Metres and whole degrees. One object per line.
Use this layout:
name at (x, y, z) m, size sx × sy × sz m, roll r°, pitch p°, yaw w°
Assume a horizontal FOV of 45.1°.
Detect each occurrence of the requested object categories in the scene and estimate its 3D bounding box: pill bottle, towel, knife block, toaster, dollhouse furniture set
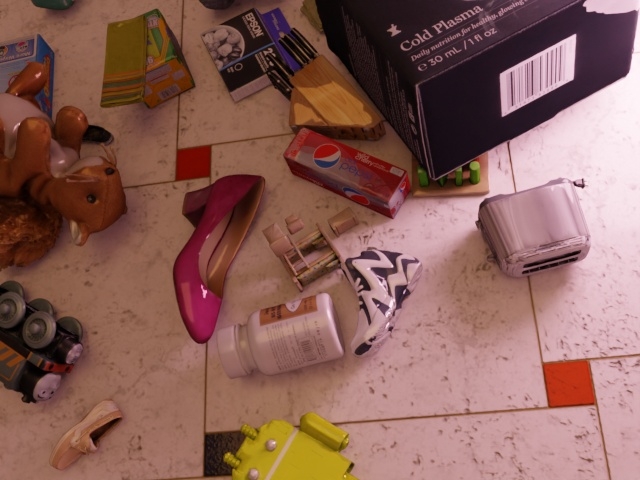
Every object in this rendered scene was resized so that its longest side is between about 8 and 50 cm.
pill bottle at (-0.078, 0.192, 1.502) m, size 0.229 × 0.131 × 0.131 m, roll -16°, pitch 65°, yaw 5°
towel at (-0.447, -0.409, 1.756) m, size 0.102 × 0.021 × 0.237 m, roll -7°, pitch 65°, yaw 8°
towel at (0.034, -0.571, 1.864) m, size 0.148 × 0.027 × 0.110 m, roll -33°, pitch 63°, yaw -2°
knife block at (0.013, -0.351, 1.713) m, size 0.276 × 0.088 × 0.242 m, roll 4°, pitch 79°, yaw 12°
toaster at (0.423, -0.023, 1.490) m, size 0.227 × 0.129 × 0.146 m, roll -15°, pitch 69°, yaw 3°
dollhouse furniture set at (0.000, 0.000, 1.550) m, size 0.182 × 0.161 × 0.101 m, roll -32°, pitch 64°, yaw -2°

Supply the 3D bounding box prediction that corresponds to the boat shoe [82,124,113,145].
boat shoe at (-0.566, -0.261, 1.853) m, size 0.142 × 0.040 × 0.049 m, roll 9°, pitch 70°, yaw 16°

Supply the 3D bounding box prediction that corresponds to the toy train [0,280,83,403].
toy train at (-0.655, 0.202, 1.629) m, size 0.334 × 0.142 × 0.190 m, roll 27°, pitch 87°, yaw 19°

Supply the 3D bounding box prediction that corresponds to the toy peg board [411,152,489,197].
toy peg board at (0.270, -0.181, 1.616) m, size 0.161 × 0.079 × 0.160 m, roll -2°, pitch 67°, yaw 11°

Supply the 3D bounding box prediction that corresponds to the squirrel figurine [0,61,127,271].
squirrel figurine at (-0.617, -0.122, 1.702) m, size 0.370 × 0.281 × 0.397 m, roll 36°, pitch 119°, yaw -4°

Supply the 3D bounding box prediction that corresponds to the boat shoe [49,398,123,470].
boat shoe at (-0.464, 0.395, 1.536) m, size 0.059 × 0.063 × 0.170 m, roll 36°, pitch 78°, yaw 29°

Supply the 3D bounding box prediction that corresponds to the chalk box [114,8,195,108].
chalk box at (-0.409, -0.454, 1.851) m, size 0.132 × 0.132 × 0.213 m, roll -26°, pitch 65°, yaw 1°

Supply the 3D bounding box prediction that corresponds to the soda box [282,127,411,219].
soda box at (0.056, -0.145, 1.638) m, size 0.263 × 0.092 × 0.083 m, roll 26°, pitch 76°, yaw 20°

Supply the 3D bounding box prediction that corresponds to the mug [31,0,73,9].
mug at (-0.687, -0.673, 1.993) m, size 0.098 × 0.157 × 0.129 m, roll 9°, pitch 61°, yaw 1°

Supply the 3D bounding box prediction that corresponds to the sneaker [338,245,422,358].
sneaker at (0.084, 0.108, 1.524) m, size 0.153 × 0.094 × 0.235 m, roll 25°, pitch 74°, yaw 22°

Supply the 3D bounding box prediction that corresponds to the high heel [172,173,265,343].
high heel at (-0.199, 0.025, 1.596) m, size 0.181 × 0.127 × 0.377 m, roll -15°, pitch 61°, yaw 17°

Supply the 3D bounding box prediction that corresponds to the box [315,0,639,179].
box at (0.298, -0.462, 1.573) m, size 0.480 × 0.297 × 0.471 m, roll -29°, pitch 54°, yaw -4°

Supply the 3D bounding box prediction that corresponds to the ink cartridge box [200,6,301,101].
ink cartridge box at (-0.157, -0.460, 1.849) m, size 0.208 × 0.045 × 0.206 m, roll -27°, pitch 64°, yaw -2°

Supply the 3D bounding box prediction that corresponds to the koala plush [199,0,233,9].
koala plush at (-0.178, -0.655, 1.869) m, size 0.221 × 0.196 × 0.203 m, roll 8°, pitch 81°, yaw 15°

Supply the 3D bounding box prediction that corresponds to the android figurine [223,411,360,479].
android figurine at (-0.052, 0.441, 1.432) m, size 0.273 × 0.056 × 0.248 m, roll 28°, pitch 76°, yaw 20°

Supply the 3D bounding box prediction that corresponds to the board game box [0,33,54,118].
board game box at (-0.826, -0.340, 1.919) m, size 0.309 × 0.086 × 0.301 m, roll -10°, pitch 66°, yaw 8°
